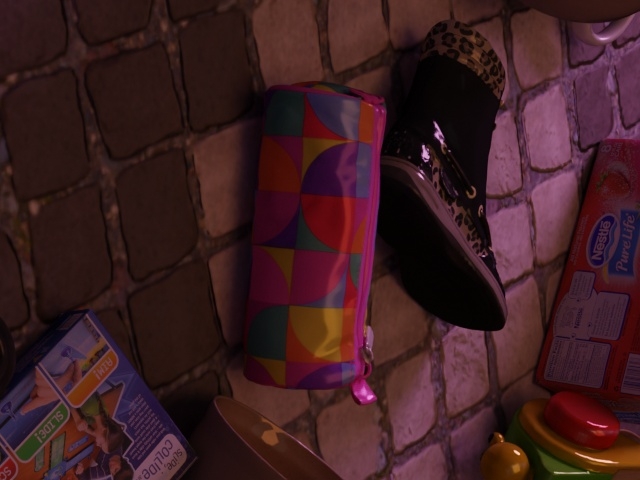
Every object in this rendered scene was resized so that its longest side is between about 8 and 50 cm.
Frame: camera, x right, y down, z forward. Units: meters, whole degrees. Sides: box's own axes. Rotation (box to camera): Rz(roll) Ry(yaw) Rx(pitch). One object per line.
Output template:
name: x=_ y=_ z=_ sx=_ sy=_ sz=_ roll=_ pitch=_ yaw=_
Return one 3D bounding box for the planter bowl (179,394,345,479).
planter bowl: x=-0.046 y=0.202 z=1.260 sx=0.109 sy=0.162 sz=0.162 roll=-51 pitch=136 yaw=3

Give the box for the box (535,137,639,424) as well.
box: x=0.314 y=0.041 z=1.674 sx=0.122 sy=0.128 sz=0.257 roll=32 pitch=70 yaw=-48

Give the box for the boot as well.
boot: x=0.119 y=-0.049 z=1.465 sx=0.236 sy=0.085 sz=0.178 roll=55 pitch=49 yaw=-46

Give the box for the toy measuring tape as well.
toy measuring tape: x=0.268 y=0.199 z=1.623 sx=0.330 sy=0.121 sz=0.121 roll=5 pitch=91 yaw=-36

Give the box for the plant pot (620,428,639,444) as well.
plant pot: x=0.266 y=0.299 z=1.726 sx=0.236 sy=0.032 sz=0.236 roll=-8 pitch=101 yaw=-49

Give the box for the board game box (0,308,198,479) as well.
board game box: x=-0.182 y=0.160 z=1.143 sx=0.201 sy=0.035 sz=0.136 roll=-48 pitch=115 yaw=-35

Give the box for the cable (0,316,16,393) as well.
cable: x=-0.295 y=0.043 z=1.022 sx=0.287 sy=0.072 sz=0.139 roll=2 pitch=76 yaw=-62

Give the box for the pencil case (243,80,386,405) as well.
pencil case: x=0.000 y=0.000 z=1.316 sx=0.104 sy=0.104 sz=0.236 roll=-3 pitch=96 yaw=-50

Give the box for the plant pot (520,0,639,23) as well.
plant pot: x=0.256 y=-0.337 z=1.426 sx=0.284 sy=0.191 sz=0.284 roll=5 pitch=79 yaw=-28

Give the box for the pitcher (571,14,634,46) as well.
pitcher: x=0.304 y=-0.286 z=1.638 sx=0.207 sy=0.125 sz=0.178 roll=-27 pitch=129 yaw=-34
